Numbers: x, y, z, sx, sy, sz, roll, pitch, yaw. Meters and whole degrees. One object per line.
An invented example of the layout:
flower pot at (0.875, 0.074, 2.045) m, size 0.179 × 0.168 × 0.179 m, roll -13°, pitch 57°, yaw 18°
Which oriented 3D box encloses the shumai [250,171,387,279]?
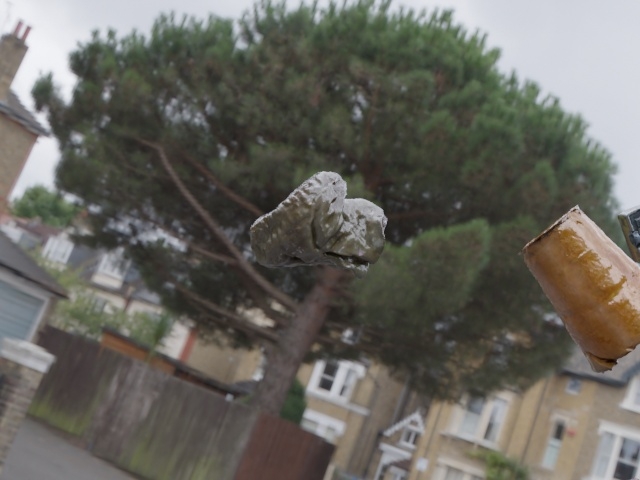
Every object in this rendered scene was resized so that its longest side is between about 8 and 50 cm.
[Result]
shumai at (0.000, 0.001, 1.561) m, size 0.218 × 0.184 × 0.185 m, roll -37°, pitch -83°, yaw 32°

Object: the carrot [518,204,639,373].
carrot at (0.475, 0.083, 1.662) m, size 0.254 × 0.196 × 0.196 m, roll 48°, pitch -11°, yaw 5°

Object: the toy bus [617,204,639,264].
toy bus at (0.825, 0.036, 2.323) m, size 0.106 × 0.092 × 0.268 m, roll -119°, pitch -173°, yaw -80°

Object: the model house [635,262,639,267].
model house at (0.710, 0.120, 2.049) m, size 0.100 × 0.088 × 0.101 m, roll 37°, pitch 21°, yaw -3°

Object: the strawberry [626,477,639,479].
strawberry at (0.433, 0.440, 1.396) m, size 0.228 × 0.174 × 0.098 m, roll 0°, pitch 37°, yaw -28°
